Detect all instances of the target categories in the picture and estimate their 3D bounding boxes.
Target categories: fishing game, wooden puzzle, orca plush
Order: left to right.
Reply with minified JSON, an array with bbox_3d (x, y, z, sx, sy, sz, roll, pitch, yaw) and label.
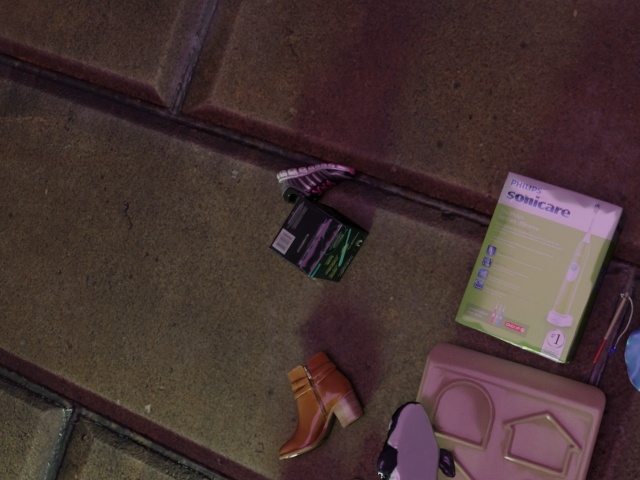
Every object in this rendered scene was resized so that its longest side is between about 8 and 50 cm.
[{"bbox_3d":[0.160,0.435,1.697,0.102,0.151,0.287,-29,78,61],"label":"orca plush"},{"bbox_3d":[0.312,0.389,1.718,0.322,0.080,0.348,15,86,21],"label":"wooden puzzle"},{"bbox_3d":[0.614,0.197,1.634,0.264,0.041,0.189,24,96,13],"label":"fishing game"}]

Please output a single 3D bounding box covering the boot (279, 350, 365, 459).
[{"bbox_3d":[-0.027,0.321,1.857,0.197,0.073,0.152,-34,75,3],"label":"boot"}]

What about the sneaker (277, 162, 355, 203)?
[{"bbox_3d":[-0.007,-0.109,1.893,0.170,0.063,0.075,-7,82,26],"label":"sneaker"}]

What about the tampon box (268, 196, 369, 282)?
[{"bbox_3d":[0.000,0.000,1.826,0.101,0.161,0.120,35,97,21],"label":"tampon box"}]

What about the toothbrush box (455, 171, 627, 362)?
[{"bbox_3d":[0.390,0.048,1.690,0.206,0.122,0.283,20,93,22],"label":"toothbrush box"}]

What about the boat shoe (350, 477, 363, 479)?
[{"bbox_3d":[0.104,0.508,1.798,0.153,0.048,0.056,43,101,19],"label":"boat shoe"}]
